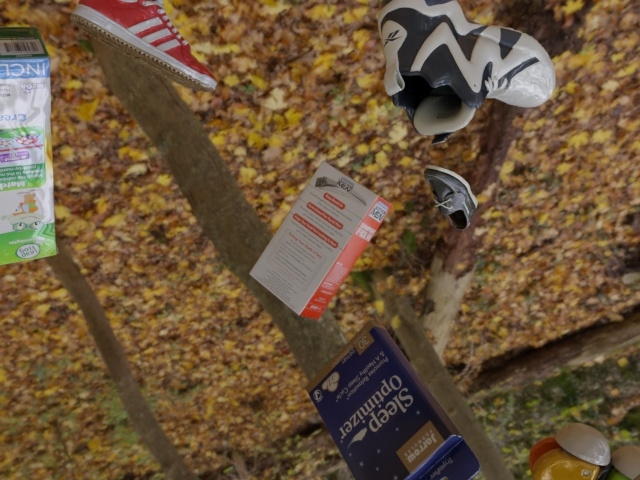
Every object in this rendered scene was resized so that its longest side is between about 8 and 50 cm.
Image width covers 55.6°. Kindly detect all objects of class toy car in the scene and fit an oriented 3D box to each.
[{"bbox_3d":[0.395,0.352,0.891,0.136,0.182,0.159,-26,137,-80],"label":"toy car"}]

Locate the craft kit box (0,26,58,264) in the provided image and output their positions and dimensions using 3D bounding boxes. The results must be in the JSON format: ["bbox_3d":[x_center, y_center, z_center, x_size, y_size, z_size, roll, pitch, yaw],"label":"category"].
[{"bbox_3d":[-0.361,-0.059,0.515,0.249,0.061,0.247,-11,141,-31],"label":"craft kit box"}]

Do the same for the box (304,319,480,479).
[{"bbox_3d":[0.079,0.223,0.746,0.136,0.225,0.036,-48,138,13],"label":"box"}]

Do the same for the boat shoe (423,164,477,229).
[{"bbox_3d":[0.299,-0.099,1.401,0.233,0.084,0.079,39,72,-49],"label":"boat shoe"}]

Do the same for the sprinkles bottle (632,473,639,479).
[{"bbox_3d":[0.259,0.162,0.352,0.121,0.121,0.355,-22,144,-27],"label":"sprinkles bottle"}]

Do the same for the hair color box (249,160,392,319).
[{"bbox_3d":[0.000,0.000,0.736,0.167,0.093,0.053,-57,150,5],"label":"hair color box"}]

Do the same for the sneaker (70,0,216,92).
[{"bbox_3d":[-0.126,-0.171,0.480,0.067,0.118,0.042,-66,-158,-8],"label":"sneaker"}]

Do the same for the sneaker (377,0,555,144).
[{"bbox_3d":[0.155,-0.155,0.637,0.235,0.153,0.094,23,158,-34],"label":"sneaker"}]
